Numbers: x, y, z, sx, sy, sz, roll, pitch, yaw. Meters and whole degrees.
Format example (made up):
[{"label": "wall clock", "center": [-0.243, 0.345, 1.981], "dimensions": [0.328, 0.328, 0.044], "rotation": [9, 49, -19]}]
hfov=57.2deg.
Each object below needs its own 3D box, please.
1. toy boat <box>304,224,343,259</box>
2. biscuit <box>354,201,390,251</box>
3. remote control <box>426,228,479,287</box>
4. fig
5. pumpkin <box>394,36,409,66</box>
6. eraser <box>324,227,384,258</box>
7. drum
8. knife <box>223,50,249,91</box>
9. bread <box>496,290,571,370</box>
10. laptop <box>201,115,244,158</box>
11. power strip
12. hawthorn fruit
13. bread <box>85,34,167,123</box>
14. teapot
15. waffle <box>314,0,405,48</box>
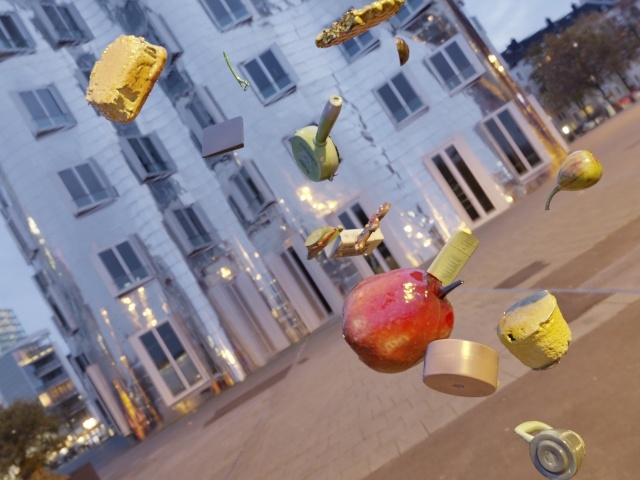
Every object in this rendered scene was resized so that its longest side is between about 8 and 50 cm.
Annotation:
[{"label": "toy boat", "center": [0.000, -0.001, 2.184], "dimensions": [0.185, 0.089, 0.071], "rotation": [-42, -48, 15]}, {"label": "biscuit", "center": [0.184, -0.058, 2.113], "dimensions": [0.205, 0.031, 0.138], "rotation": [-53, 10, 21]}, {"label": "remote control", "center": [0.402, 0.076, 1.844], "dimensions": [0.233, 0.098, 0.038], "rotation": [-58, 26, 7]}, {"label": "fig", "center": [0.594, -0.136, 1.398], "dimensions": [0.166, 0.093, 0.093], "rotation": [-51, -9, 13]}, {"label": "pumpkin", "center": [0.182, -0.420, 1.297], "dimensions": [0.028, 0.050, 0.083], "rotation": [-10, -9, 15]}, {"label": "eraser", "center": [0.131, 0.011, 2.302], "dimensions": [0.210, 0.068, 0.124], "rotation": [-5, -31, -34]}, {"label": "drum", "center": [-0.009, -0.217, 1.156], "dimensions": [0.049, 0.130, 0.253], "rotation": [-31, -26, -21]}, {"label": "knife", "center": [-0.322, -0.637, 2.200], "dimensions": [0.022, 0.166, 0.078], "rotation": [-36, 6, -23]}, {"label": "bread", "center": [0.588, 0.242, 1.607], "dimensions": [0.197, 0.170, 0.197], "rotation": [-40, 11, 10]}, {"label": "laptop", "center": [-0.298, -0.316, 1.797], "dimensions": [0.135, 0.016, 0.197], "rotation": [-17, 37, 4]}, {"label": "power strip", "center": [0.289, 0.263, 1.202], "dimensions": [0.154, 0.154, 0.078], "rotation": [-38, 33, 54]}, {"label": "hawthorn fruit", "center": [0.236, 0.201, 1.614], "dimensions": [0.369, 0.285, 0.284], "rotation": [-30, -3, 23]}, {"label": "bread", "center": [-0.524, -0.439, 1.587], "dimensions": [0.246, 0.174, 0.121], "rotation": [-65, -30, -12]}, {"label": "teapot", "center": [0.454, 0.391, 1.133], "dimensions": [0.090, 0.124, 0.092], "rotation": [-6, -38, -42]}, {"label": "waffle", "center": [0.130, -0.715, 1.923], "dimensions": [0.307, 0.060, 0.312], "rotation": [-27, 9, -7]}]
